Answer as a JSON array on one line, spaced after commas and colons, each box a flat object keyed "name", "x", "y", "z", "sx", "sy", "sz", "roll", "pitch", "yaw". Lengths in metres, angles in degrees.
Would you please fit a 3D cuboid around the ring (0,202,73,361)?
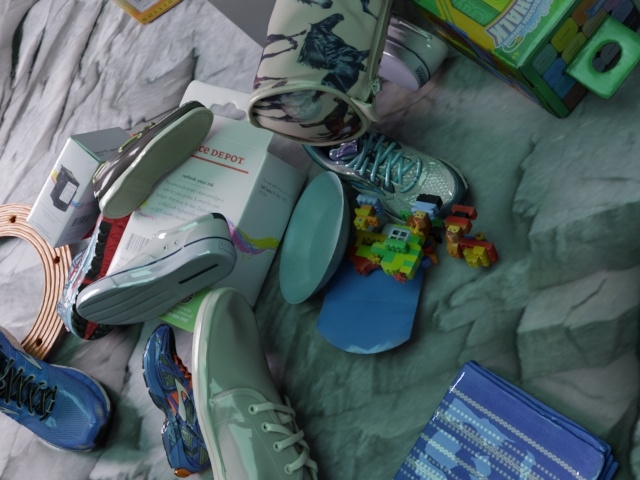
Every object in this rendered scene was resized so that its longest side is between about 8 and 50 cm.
[{"name": "ring", "x": -0.540, "y": 0.099, "z": 1.988, "sx": 0.336, "sy": 0.032, "sz": 0.337, "roll": -10, "pitch": 69, "yaw": 27}]

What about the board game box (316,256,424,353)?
[{"name": "board game box", "x": 0.072, "y": 0.091, "z": 1.625, "sx": 0.133, "sy": 0.033, "sz": 0.169, "roll": 2, "pitch": 54, "yaw": 19}]

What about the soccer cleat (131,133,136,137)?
[{"name": "soccer cleat", "x": -0.320, "y": -0.134, "z": 1.928, "sx": 0.196, "sy": 0.068, "sz": 0.076, "roll": 0, "pitch": 102, "yaw": 24}]

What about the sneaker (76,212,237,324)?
[{"name": "sneaker", "x": -0.227, "y": 0.041, "z": 1.659, "sx": 0.258, "sy": 0.094, "sz": 0.091, "roll": -21, "pitch": 46, "yaw": 19}]

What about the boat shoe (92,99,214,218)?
[{"name": "boat shoe", "x": -0.251, "y": -0.130, "z": 1.725, "sx": 0.227, "sy": 0.081, "sz": 0.069, "roll": -42, "pitch": 58, "yaw": 17}]

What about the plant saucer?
[{"name": "plant saucer", "x": 0.000, "y": 0.000, "z": 1.667, "sx": 0.195, "sy": 0.037, "sz": 0.195, "roll": -46, "pitch": 35, "yaw": 46}]

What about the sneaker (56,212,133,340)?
[{"name": "sneaker", "x": -0.344, "y": 0.022, "z": 1.851, "sx": 0.125, "sy": 0.104, "sz": 0.262, "roll": 11, "pitch": 72, "yaw": 54}]

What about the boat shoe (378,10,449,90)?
[{"name": "boat shoe", "x": 0.081, "y": -0.305, "z": 1.742, "sx": 0.084, "sy": 0.095, "sz": 0.258, "roll": -43, "pitch": 58, "yaw": -14}]

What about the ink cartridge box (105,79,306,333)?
[{"name": "ink cartridge box", "x": -0.160, "y": -0.043, "z": 1.762, "sx": 0.207, "sy": 0.119, "sz": 0.354, "roll": 19, "pitch": 84, "yaw": 35}]

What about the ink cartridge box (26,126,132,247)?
[{"name": "ink cartridge box", "x": -0.364, "y": -0.085, "z": 1.854, "sx": 0.072, "sy": 0.127, "sz": 0.175, "roll": 41, "pitch": 117, "yaw": 15}]

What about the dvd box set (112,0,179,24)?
[{"name": "dvd box set", "x": -0.291, "y": -0.533, "z": 1.830, "sx": 0.307, "sy": 0.420, "sz": 0.062, "roll": -31, "pitch": 57, "yaw": 18}]

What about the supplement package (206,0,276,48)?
[{"name": "supplement package", "x": -0.131, "y": -0.445, "z": 1.781, "sx": 0.175, "sy": 0.293, "sz": 0.177, "roll": -46, "pitch": 56, "yaw": 8}]

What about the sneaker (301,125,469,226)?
[{"name": "sneaker", "x": 0.073, "y": -0.103, "z": 1.644, "sx": 0.283, "sy": 0.122, "sz": 0.110, "roll": 26, "pitch": 87, "yaw": 34}]

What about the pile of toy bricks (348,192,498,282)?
[{"name": "pile of toy bricks", "x": 0.117, "y": 0.010, "z": 1.573, "sx": 0.212, "sy": 0.118, "sz": 0.105, "roll": 10, "pitch": 59, "yaw": 31}]

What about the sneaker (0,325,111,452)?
[{"name": "sneaker", "x": -0.470, "y": 0.227, "z": 1.810, "sx": 0.330, "sy": 0.147, "sz": 0.130, "roll": 25, "pitch": 92, "yaw": 19}]

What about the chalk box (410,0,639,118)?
[{"name": "chalk box", "x": 0.289, "y": -0.295, "z": 1.552, "sx": 0.289, "sy": 0.179, "sz": 0.180, "roll": 41, "pitch": 96, "yaw": 34}]

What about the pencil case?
[{"name": "pencil case", "x": 0.034, "y": -0.321, "z": 1.614, "sx": 0.183, "sy": 0.160, "sz": 0.410, "roll": 7, "pitch": 63, "yaw": 16}]

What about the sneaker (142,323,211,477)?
[{"name": "sneaker", "x": -0.192, "y": 0.224, "z": 1.701, "sx": 0.087, "sy": 0.083, "sz": 0.221, "roll": -17, "pitch": 90, "yaw": 8}]

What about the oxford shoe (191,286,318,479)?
[{"name": "oxford shoe", "x": -0.073, "y": 0.275, "z": 1.574, "sx": 0.130, "sy": 0.169, "sz": 0.450, "roll": -19, "pitch": 72, "yaw": 27}]

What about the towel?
[{"name": "towel", "x": 0.188, "y": 0.342, "z": 1.472, "sx": 0.243, "sy": 0.040, "sz": 0.336, "roll": 32, "pitch": 91, "yaw": 35}]
